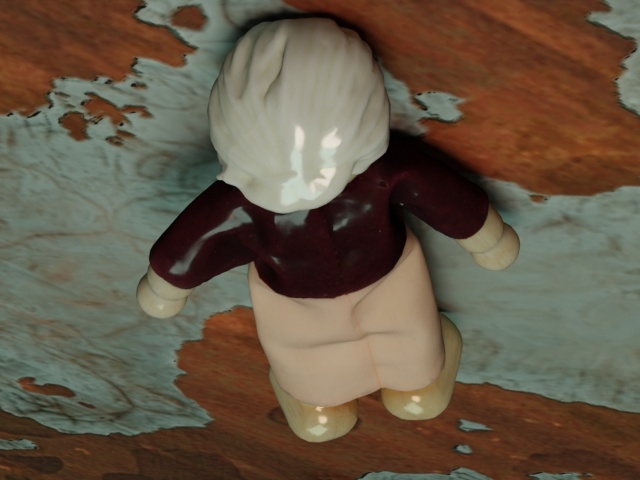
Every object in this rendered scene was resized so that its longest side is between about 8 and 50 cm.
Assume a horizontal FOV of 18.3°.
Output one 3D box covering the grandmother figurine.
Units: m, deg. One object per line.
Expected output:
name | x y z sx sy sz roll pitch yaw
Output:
grandmother figurine | 0.000 0.000 1.071 0.208 0.104 0.342 -19 150 -6
